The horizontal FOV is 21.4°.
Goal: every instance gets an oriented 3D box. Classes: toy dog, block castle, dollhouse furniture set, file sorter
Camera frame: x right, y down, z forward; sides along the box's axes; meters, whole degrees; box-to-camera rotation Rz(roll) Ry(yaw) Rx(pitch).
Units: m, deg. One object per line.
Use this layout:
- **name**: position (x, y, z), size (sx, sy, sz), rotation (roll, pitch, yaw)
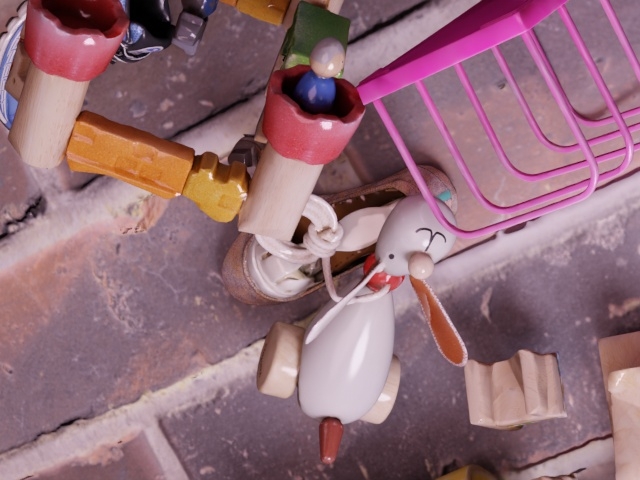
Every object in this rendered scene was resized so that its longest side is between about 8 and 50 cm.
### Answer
- **toy dog**: position (0.041, 0.109, 1.783), size (0.220, 0.161, 0.334), rotation (-1, 138, -1)
- **block castle**: position (-0.102, -0.231, 1.582), size (0.303, 0.453, 0.213), rotation (19, 125, -7)
- **dollhouse furniture set**: position (0.383, 0.289, 1.754), size (0.362, 0.256, 0.394), rotation (-13, 75, 26)
- **file sorter**: position (0.218, -0.150, 1.591), size (0.202, 0.290, 0.182), rotation (-20, 103, 44)

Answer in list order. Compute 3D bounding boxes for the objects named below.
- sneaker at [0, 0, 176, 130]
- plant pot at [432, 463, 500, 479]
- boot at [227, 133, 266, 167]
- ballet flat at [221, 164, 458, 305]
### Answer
- **sneaker**: position (-0.250, -0.231, 1.877), size (0.147, 0.130, 0.330), rotation (39, 118, 9)
- **plant pot**: position (0.119, 0.379, 1.872), size (0.239, 0.254, 0.254), rotation (-37, 91, 16)
- **boot**: position (-0.042, -0.092, 1.858), size (0.118, 0.087, 0.042), rotation (17, 114, 22)
- **ballet flat**: position (0.000, 0.000, 1.860), size (0.316, 0.106, 0.108), rotation (-27, 94, 29)
